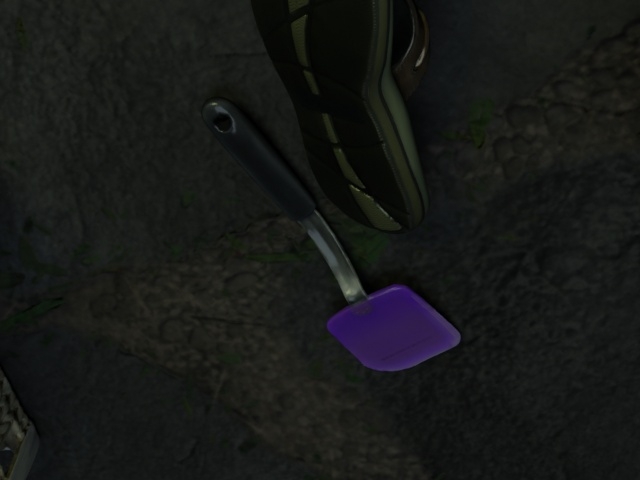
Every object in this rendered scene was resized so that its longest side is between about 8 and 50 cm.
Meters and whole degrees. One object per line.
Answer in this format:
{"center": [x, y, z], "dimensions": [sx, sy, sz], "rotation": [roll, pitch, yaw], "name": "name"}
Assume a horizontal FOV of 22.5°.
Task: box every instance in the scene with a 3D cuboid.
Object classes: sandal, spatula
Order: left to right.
{"center": [0.000, 0.000, 1.259], "dimensions": [0.084, 0.030, 0.296], "rotation": [-28, 115, 22], "name": "spatula"}
{"center": [0.028, -0.134, 1.147], "dimensions": [0.120, 0.086, 0.303], "rotation": [27, 148, 32], "name": "sandal"}

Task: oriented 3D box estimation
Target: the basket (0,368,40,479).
{"center": [-0.337, 0.169, 1.344], "dimensions": [0.167, 0.113, 0.103], "rotation": [-10, 115, 11], "name": "basket"}
